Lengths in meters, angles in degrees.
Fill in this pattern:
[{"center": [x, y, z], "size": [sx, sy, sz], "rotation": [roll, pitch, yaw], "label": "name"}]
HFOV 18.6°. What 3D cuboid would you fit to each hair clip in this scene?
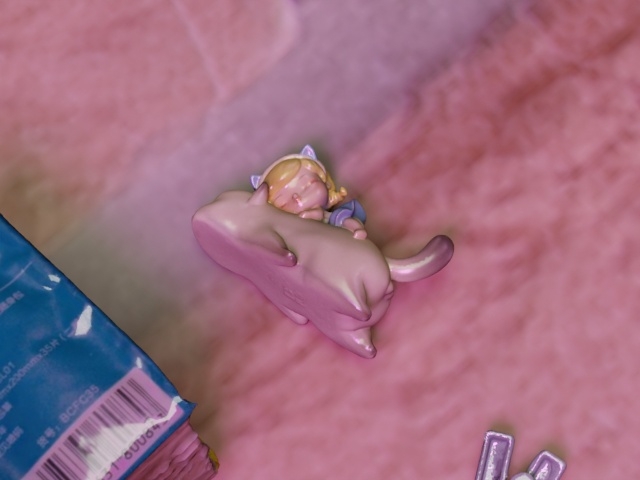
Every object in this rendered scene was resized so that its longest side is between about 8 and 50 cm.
[{"center": [0.048, 0.117, 0.643], "size": [0.030, 0.039, 0.115], "rotation": [24, 73, 3], "label": "hair clip"}]

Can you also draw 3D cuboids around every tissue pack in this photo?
[{"center": [-0.132, 0.084, 0.633], "size": [0.120, 0.082, 0.169], "rotation": [42, 79, 18], "label": "tissue pack"}]

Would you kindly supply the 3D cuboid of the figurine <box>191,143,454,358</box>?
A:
[{"center": [0.000, 0.000, 0.680], "size": [0.083, 0.047, 0.050], "rotation": [34, 62, 18], "label": "figurine"}]
